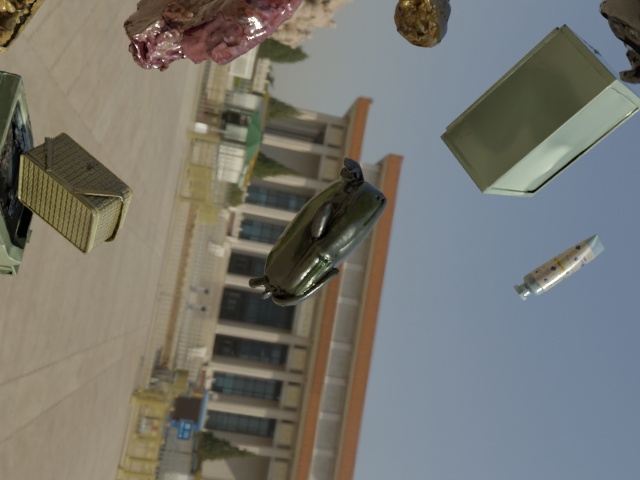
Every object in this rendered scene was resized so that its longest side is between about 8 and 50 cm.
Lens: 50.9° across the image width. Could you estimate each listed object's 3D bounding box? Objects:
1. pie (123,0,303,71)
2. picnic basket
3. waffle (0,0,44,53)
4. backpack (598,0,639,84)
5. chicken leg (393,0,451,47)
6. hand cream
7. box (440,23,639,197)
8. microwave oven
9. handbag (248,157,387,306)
[{"bbox_3d":[-0.091,-0.234,0.627,0.218,0.054,0.205,-3,-129,39],"label":"pie"},{"bbox_3d":[-0.376,-0.071,1.026,0.079,0.164,0.115,-46,172,-42],"label":"picnic basket"},{"bbox_3d":[-0.402,-0.327,0.644,0.308,0.091,0.213,62,28,-44],"label":"waffle"},{"bbox_3d":[0.379,-0.068,0.318,0.363,0.445,0.255,-111,-142,-55],"label":"backpack"},{"bbox_3d":[0.161,-0.399,1.014,0.085,0.101,0.208,17,-76,37],"label":"chicken leg"},{"bbox_3d":[0.426,0.050,1.199,0.170,0.065,0.043,-34,-127,14],"label":"hand cream"},{"bbox_3d":[0.331,-0.183,0.997,0.225,0.225,0.118,-43,-111,28],"label":"box"},{"bbox_3d":[-0.582,-0.092,1.001,0.355,0.286,0.219,132,-35,-63],"label":"microwave oven"},{"bbox_3d":[0.000,0.000,0.455,0.111,0.047,0.072,-50,179,-6],"label":"handbag"}]
